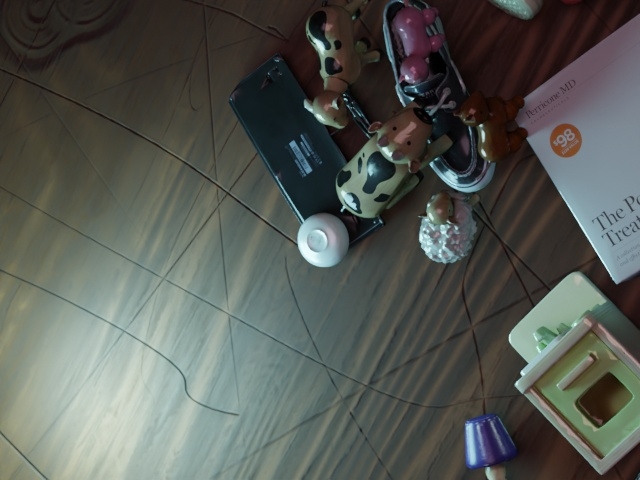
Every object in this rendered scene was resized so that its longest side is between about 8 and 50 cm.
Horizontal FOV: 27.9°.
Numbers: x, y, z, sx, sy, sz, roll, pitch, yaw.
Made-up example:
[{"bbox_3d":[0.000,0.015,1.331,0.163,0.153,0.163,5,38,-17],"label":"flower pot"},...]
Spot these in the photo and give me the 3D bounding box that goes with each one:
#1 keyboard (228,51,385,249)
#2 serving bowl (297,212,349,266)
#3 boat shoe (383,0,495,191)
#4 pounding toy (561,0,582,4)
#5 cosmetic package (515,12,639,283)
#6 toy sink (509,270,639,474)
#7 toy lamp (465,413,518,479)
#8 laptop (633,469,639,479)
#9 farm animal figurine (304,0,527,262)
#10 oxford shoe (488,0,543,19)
[{"bbox_3d":[0.005,-0.149,1.965,0.201,0.033,0.317,-35,81,24],"label":"keyboard"},{"bbox_3d":[0.000,0.000,1.948,0.083,0.027,0.083,2,95,26],"label":"serving bowl"},{"bbox_3d":[0.165,-0.213,1.864,0.108,0.102,0.301,-19,85,20],"label":"boat shoe"},{"bbox_3d":[0.330,-0.415,1.785,0.237,0.183,0.110,27,145,-11],"label":"pounding toy"},{"bbox_3d":[0.474,-0.159,1.669,0.377,0.097,0.284,-37,75,30],"label":"cosmetic package"},{"bbox_3d":[0.369,0.178,1.775,0.234,0.131,0.153,48,112,13],"label":"toy sink"},{"bbox_3d":[0.267,0.388,1.858,0.080,0.080,0.274,-14,88,20],"label":"toy lamp"},{"bbox_3d":[0.593,0.402,1.653,0.408,0.236,0.382,31,101,17],"label":"laptop"},{"bbox_3d":[0.094,-0.151,1.765,0.330,0.172,0.326,35,135,19],"label":"farm animal figurine"},{"bbox_3d":[0.176,-0.501,1.833,0.130,0.169,0.449,-38,77,-3],"label":"oxford shoe"}]
